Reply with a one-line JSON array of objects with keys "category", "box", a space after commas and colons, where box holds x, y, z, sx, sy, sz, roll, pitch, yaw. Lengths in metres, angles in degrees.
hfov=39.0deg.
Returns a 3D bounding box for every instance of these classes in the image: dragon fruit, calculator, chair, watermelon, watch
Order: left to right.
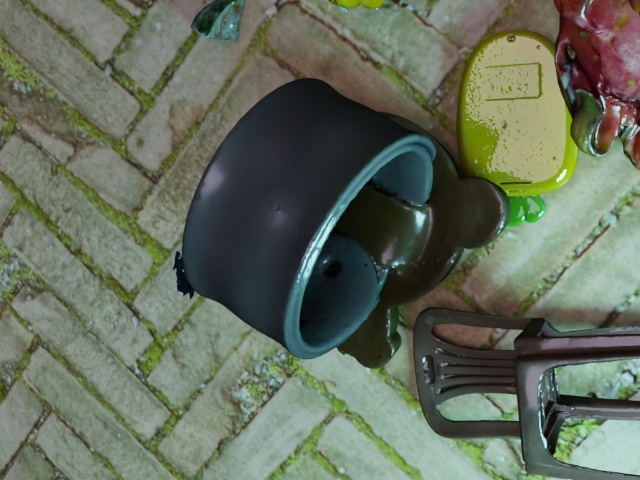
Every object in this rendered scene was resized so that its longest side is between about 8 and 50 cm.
[{"category": "watermelon", "box": [-0.139, -0.292, 1.233, 0.085, 0.085, 0.061, -31, 115, 26]}, {"category": "watch", "box": [0.000, 0.000, 1.042, 0.314, 0.326, 0.335, 33, 113, 24]}, {"category": "calculator", "box": [0.234, -0.132, 1.085, 0.146, 0.032, 0.235, -1, 99, 25]}, {"category": "chair", "box": [0.238, 0.172, 1.057, 0.326, 0.183, 0.176, -5, 97, 25]}, {"category": "dragon fruit", "box": [0.342, -0.220, 0.908, 0.243, 0.227, 0.307, -6, 104, 61]}]

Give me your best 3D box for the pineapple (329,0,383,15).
[{"category": "pineapple", "box": [0.066, -0.384, 1.096, 0.164, 0.139, 0.250, 4, 85, 65]}]
